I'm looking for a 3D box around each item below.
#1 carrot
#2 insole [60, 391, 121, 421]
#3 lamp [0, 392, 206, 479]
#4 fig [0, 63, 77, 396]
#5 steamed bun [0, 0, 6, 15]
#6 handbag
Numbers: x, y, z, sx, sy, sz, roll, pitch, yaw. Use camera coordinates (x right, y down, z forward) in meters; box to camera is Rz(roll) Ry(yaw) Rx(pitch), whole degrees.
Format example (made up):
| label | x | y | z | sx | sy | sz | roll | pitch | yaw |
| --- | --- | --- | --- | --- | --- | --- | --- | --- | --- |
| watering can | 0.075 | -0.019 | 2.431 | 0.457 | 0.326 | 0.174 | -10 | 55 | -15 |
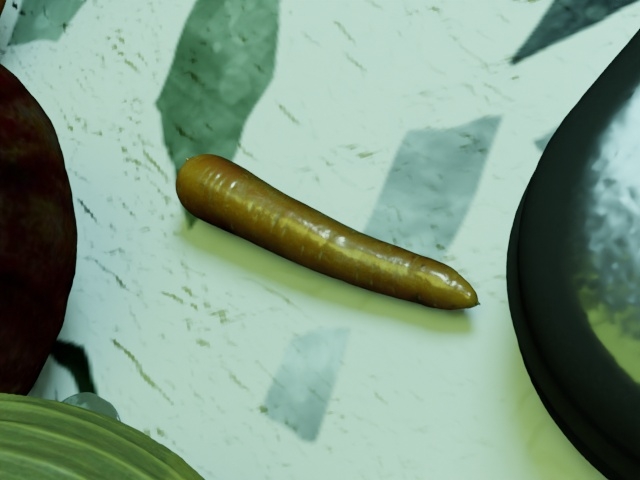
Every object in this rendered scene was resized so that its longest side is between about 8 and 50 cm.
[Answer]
| label | x | y | z | sx | sy | sz | roll | pitch | yaw |
| --- | --- | --- | --- | --- | --- | --- | --- | --- | --- |
| carrot | 0.000 | 0.000 | 0.539 | 0.190 | 0.037 | 0.037 | 26 | 76 | 24 |
| insole | -0.177 | 0.160 | 0.538 | 0.065 | 0.006 | 0.193 | 37 | 81 | 30 |
| lamp | -0.126 | 0.184 | 0.353 | 0.250 | 0.284 | 0.250 | 0 | 94 | -2 |
| fig | -0.232 | 0.005 | 0.506 | 0.214 | 0.235 | 0.235 | -26 | 54 | 43 |
| steamed bun | -0.358 | -0.162 | 0.618 | 0.235 | 0.248 | 0.379 | 35 | 79 | 33 |
| handbag | 0.226 | -0.014 | 0.427 | 0.253 | 0.093 | 0.308 | 37 | 82 | 30 |
